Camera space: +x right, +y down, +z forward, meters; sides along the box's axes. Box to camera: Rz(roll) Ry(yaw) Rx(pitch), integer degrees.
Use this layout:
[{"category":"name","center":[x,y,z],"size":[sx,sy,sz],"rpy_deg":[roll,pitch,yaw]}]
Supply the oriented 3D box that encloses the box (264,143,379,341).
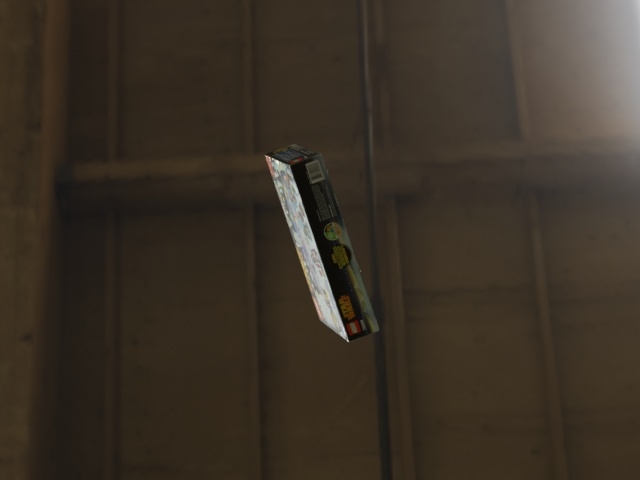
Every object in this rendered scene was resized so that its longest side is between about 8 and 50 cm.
[{"category":"box","center":[0.000,0.000,1.271],"size":[0.027,0.094,0.137],"rpy_deg":[-20,-79,-9]}]
